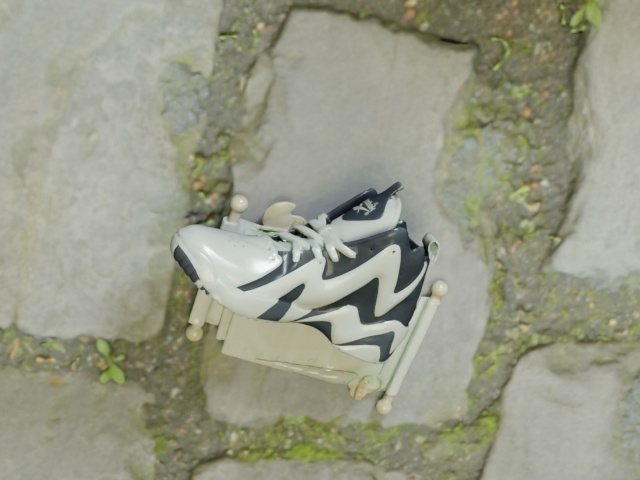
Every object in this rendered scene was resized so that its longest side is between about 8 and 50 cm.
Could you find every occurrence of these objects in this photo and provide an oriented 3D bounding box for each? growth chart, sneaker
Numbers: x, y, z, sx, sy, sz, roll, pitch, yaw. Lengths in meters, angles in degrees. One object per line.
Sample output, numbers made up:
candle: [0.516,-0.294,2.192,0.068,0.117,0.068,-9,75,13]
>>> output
growth chart: [-0.002,0.057,1.572,0.237,0.021,0.172,21,112,-20]
sneaker: [0.000,0.000,1.480,0.235,0.094,0.153,26,107,-21]
